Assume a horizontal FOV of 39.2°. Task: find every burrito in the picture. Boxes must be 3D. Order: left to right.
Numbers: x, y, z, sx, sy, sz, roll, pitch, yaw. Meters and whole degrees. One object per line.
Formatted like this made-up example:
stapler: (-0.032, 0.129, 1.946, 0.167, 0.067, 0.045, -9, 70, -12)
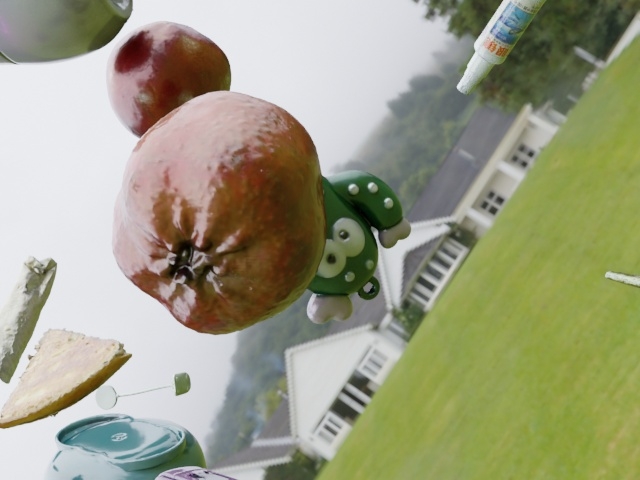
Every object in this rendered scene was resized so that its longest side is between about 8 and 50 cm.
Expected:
burrito: (-0.496, 0.126, 1.470, 0.060, 0.087, 0.226, 60, -139, -51)

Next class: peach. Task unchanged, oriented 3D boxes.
peach: (-0.271, -0.286, 1.636, 0.243, 0.199, 0.243, -21, -33, -14)

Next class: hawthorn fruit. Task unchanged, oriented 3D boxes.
hawthorn fruit: (-0.109, -0.053, 1.144, 0.330, 0.287, 0.287, -65, 0, -54)

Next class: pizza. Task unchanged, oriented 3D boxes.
pizza: (-0.365, 0.186, 1.305, 0.201, 0.053, 0.193, -27, 31, 0)

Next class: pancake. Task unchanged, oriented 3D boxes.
pancake: (0.432, 0.056, 1.205, 0.108, 0.108, 0.017, 2, -79, -77)

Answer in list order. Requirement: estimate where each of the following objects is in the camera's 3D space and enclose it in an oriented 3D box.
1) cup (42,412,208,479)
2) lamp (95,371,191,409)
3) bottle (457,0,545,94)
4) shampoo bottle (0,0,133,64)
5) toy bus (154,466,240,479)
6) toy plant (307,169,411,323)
cup: (-0.217, 0.374, 1.149, 0.219, 0.289, 0.258, -20, -72, -49)
lamp: (-0.363, 0.305, 1.826, 0.056, 0.198, 0.050, -8, -93, -73)
bottle: (0.292, -0.331, 1.479, 0.060, 0.060, 0.217, -42, -12, -52)
shampoo bottle: (-0.471, -0.426, 1.482, 0.266, 0.273, 0.273, -13, 0, 11)
toy bus: (-0.051, 0.240, 0.699, 0.087, 0.178, 0.098, 26, -102, -68)
toy plant: (0.004, -0.002, 1.301, 0.232, 0.243, 0.112, -65, 19, -2)
